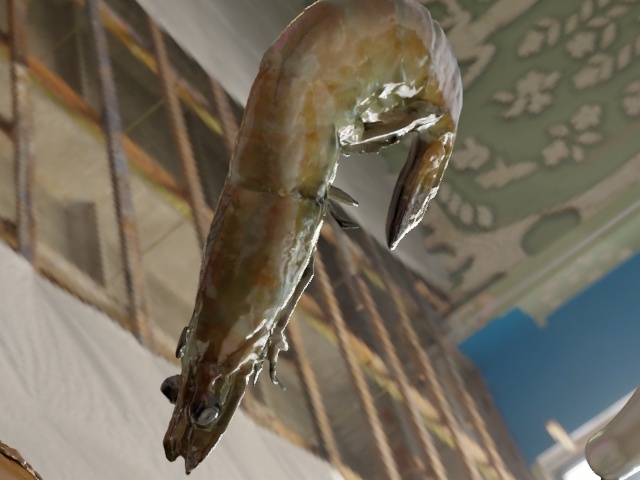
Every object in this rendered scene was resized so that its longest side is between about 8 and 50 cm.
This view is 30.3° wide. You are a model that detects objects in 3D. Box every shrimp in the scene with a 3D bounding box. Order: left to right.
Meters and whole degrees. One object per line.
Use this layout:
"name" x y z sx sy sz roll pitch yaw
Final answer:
"shrimp" 0.000 0.000 0.688 0.169 0.296 0.058 12 -167 -43

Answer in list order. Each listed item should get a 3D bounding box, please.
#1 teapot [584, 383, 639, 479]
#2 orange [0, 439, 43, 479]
"teapot" 0.338 0.029 0.747 0.252 0.424 0.280 55 153 17
"orange" -0.240 0.198 0.586 0.246 0.246 0.246 49 -167 -15
